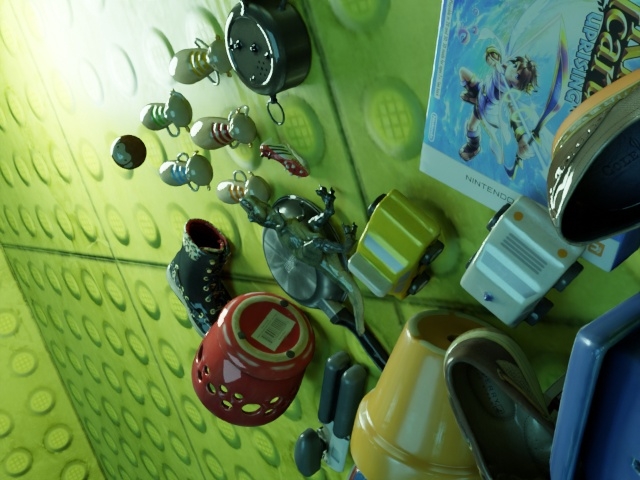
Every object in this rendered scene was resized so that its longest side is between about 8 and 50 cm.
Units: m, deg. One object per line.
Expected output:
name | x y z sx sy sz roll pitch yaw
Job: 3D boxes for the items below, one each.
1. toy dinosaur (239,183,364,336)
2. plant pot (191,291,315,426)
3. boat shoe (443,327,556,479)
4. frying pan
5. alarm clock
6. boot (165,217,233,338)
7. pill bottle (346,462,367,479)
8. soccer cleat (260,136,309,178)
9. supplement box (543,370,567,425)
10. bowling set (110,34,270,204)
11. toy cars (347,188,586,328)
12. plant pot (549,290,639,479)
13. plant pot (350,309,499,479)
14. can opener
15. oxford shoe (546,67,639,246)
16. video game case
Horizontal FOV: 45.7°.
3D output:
toy dinosaur | 0.000 0.000 1.082 0.268 0.064 0.118 45 123 19
plant pot | -0.112 0.193 1.292 0.191 0.191 0.174 46 138 22
boat shoe | 0.226 0.255 0.781 0.123 0.123 0.342 -28 85 18
frying pan | -0.007 0.085 1.203 0.197 0.053 0.326 -13 100 55
alarm clock | -0.074 -0.246 1.037 0.129 0.064 0.192 24 135 42
boot | -0.200 0.087 1.423 0.236 0.085 0.178 50 142 18
pill bottle | 0.150 0.401 1.153 0.221 0.124 0.124 2 115 52
soccer cleat | -0.050 -0.123 1.122 0.083 0.035 0.029 30 148 4
supplement box | 0.343 0.265 0.843 0.239 0.073 0.130 41 142 28
bowling set | -0.200 -0.146 1.162 0.154 0.200 0.287 2 119 51
toy cars | 0.137 0.034 0.875 0.394 0.087 0.176 9 136 59
plant pot | 0.339 0.156 0.639 0.212 0.236 0.236 36 140 44
plant pot | 0.153 0.198 0.955 0.205 0.205 0.188 29 120 39
can opener | 0.013 0.312 1.294 0.076 0.095 0.283 38 140 30
oxford shoe | 0.308 -0.106 0.514 0.130 0.132 0.364 41 131 -5
video game case | 0.218 -0.139 0.727 0.244 0.061 0.269 33 137 34
